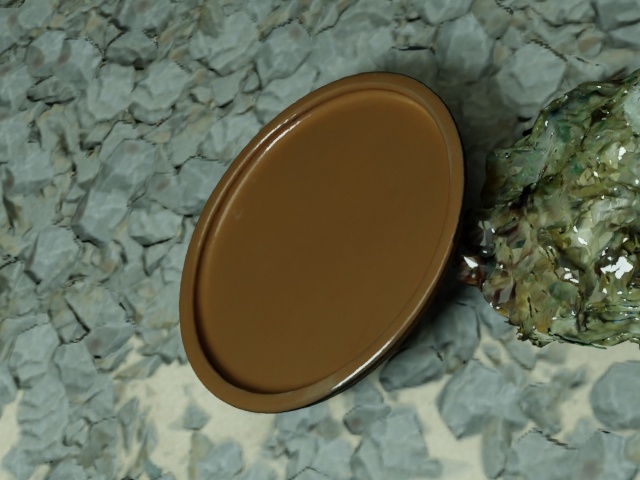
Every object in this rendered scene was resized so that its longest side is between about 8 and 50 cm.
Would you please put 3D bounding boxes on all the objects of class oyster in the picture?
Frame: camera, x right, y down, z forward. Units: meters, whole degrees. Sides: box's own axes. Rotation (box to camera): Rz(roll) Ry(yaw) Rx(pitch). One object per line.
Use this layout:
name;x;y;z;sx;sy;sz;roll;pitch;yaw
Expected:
oyster;0.185;-0.014;1.146;0.198;0.092;0.259;-50;46;2

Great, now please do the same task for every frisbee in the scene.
frisbee;0.000;0.000;1.271;0.251;0.021;0.251;-25;50;34
